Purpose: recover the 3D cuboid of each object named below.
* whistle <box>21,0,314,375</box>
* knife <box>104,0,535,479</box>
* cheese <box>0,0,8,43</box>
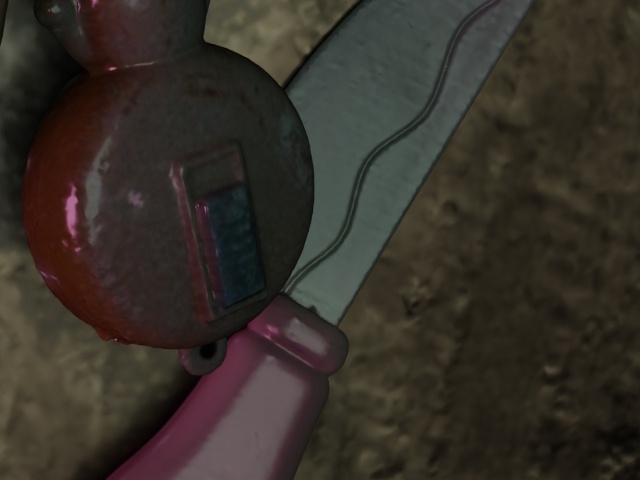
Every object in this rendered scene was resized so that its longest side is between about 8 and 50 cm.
[{"bbox_3d":[-0.055,-0.054,0.504,0.107,0.057,0.220,-23,112,-36],"label":"whistle"},{"bbox_3d":[-0.003,-0.001,0.586,0.081,0.043,0.336,29,83,-12],"label":"knife"},{"bbox_3d":[-0.190,-0.091,0.453,0.235,0.117,0.218,-37,110,-13],"label":"cheese"}]
